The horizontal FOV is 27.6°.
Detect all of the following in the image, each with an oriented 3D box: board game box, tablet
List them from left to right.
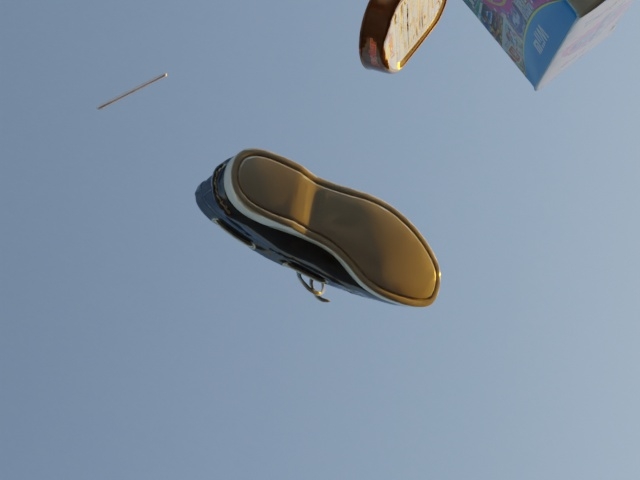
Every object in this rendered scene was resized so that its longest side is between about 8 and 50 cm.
[{"bbox_3d":[-0.204,-0.162,1.414,0.083,0.054,0.006,-28,-82,-3],"label":"tablet"},{"bbox_3d":[0.133,-0.290,1.060,0.097,0.224,0.303,-38,-97,-4],"label":"board game box"}]

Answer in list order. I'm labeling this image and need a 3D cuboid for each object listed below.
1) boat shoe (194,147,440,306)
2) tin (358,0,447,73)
[{"bbox_3d":[0.000,0.000,1.216,0.255,0.079,0.095,24,-120,-30],"label":"boat shoe"},{"bbox_3d":[0.101,-0.270,1.513,0.189,0.040,0.106,-54,-32,-37],"label":"tin"}]
